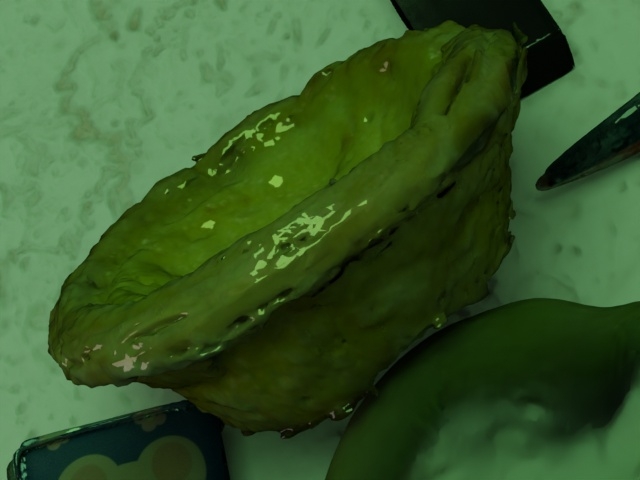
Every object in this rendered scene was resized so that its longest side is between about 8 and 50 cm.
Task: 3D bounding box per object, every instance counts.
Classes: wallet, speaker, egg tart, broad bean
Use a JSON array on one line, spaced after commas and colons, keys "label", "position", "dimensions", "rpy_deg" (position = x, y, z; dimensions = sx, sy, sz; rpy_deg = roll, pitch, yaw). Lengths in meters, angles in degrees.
[{"label": "wallet", "position": [-0.109, 0.202, 1.147], "dimensions": [0.141, 0.059, 0.202], "rpy_deg": [-15, 61, 4]}, {"label": "speaker", "position": [0.082, -0.182, 1.287], "dimensions": [0.082, 0.044, 0.218], "rpy_deg": [-30, 57, 3]}, {"label": "egg tart", "position": [0.000, 0.000, 1.122], "dimensions": [0.345, 0.132, 0.345], "rpy_deg": [-34, 15, 11]}, {"label": "broad bean", "position": [0.126, 0.144, 1.057], "dimensions": [0.291, 0.119, 0.238], "rpy_deg": [-41, 66, -1]}]

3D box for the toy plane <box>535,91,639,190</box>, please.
[{"label": "toy plane", "position": [0.264, -0.128, 1.157], "dimensions": [0.326, 0.104, 0.223], "rpy_deg": [-31, 58, 3]}]
